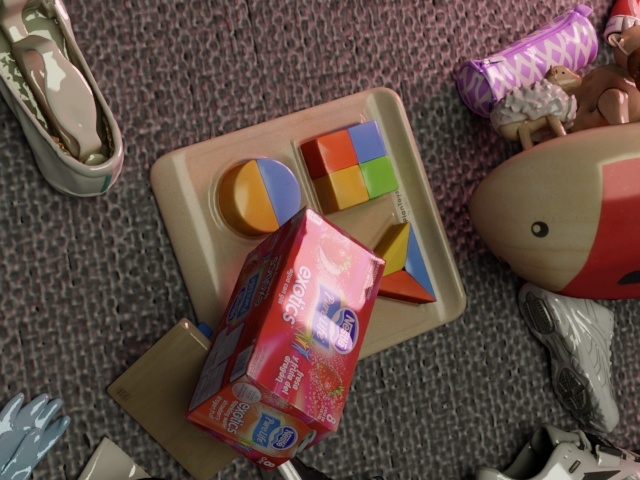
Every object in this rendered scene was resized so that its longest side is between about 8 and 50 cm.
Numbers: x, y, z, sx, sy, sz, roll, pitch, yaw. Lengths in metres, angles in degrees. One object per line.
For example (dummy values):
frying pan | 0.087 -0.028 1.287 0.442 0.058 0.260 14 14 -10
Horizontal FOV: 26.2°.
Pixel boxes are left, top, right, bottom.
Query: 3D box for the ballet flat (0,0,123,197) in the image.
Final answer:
ballet flat | -0.332 -0.234 1.549 0.139 0.139 0.400 -32 98 -23

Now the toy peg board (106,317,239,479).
toy peg board | -0.134 0.172 1.602 0.160 0.161 0.079 45 36 -4

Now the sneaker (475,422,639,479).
sneaker | 0.348 0.299 1.798 0.330 0.122 0.146 -15 94 -25

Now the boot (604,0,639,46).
boot | 0.535 -0.319 1.965 0.244 0.088 0.176 26 74 -16

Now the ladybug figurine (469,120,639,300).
ladybug figurine | 0.410 -0.027 1.744 0.449 0.305 0.162 -4 65 -18

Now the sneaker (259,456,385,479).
sneaker | 0.019 0.308 1.692 0.121 0.079 0.217 -39 109 -25

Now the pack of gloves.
pack of gloves | -0.332 0.301 1.560 0.195 0.046 0.232 45 60 -15

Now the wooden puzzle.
wooden puzzle | 0.000 0.000 1.702 0.348 0.080 0.322 -20 94 -24

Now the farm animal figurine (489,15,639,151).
farm animal figurine | 0.415 -0.191 1.805 0.330 0.327 0.172 29 42 -56

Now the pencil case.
pencil case | 0.276 -0.240 1.839 0.206 0.086 0.088 -29 132 -25

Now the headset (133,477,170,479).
headset | -0.219 0.436 1.483 0.394 0.185 0.243 -44 126 -35

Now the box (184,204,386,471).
box | -0.034 0.105 1.509 0.122 0.128 0.257 36 45 -18

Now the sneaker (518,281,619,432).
sneaker | 0.362 0.143 1.847 0.115 0.090 0.232 -25 97 -27
